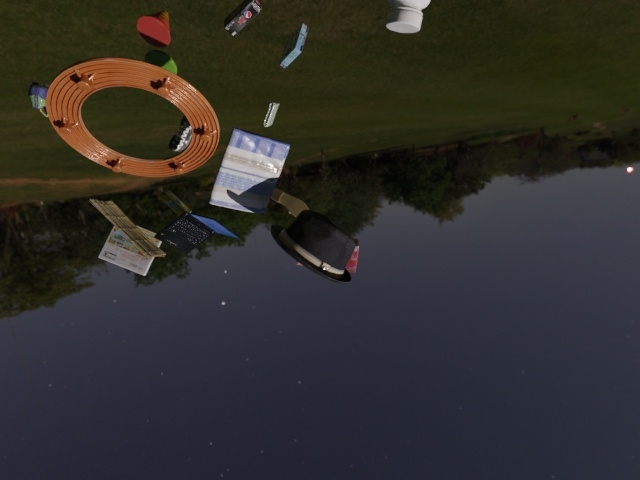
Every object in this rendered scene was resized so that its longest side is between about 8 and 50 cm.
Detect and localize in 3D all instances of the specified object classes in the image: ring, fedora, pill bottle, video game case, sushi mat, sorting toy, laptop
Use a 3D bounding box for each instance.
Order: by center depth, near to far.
[{"bbox_3d":[-0.389,-0.236,0.854,0.337,0.032,0.336,-5,152,-2],"label":"ring"},{"bbox_3d":[0.258,-0.735,1.150,0.131,0.229,0.131,8,-166,-2],"label":"pill bottle"},{"bbox_3d":[0.000,0.000,1.367,0.334,0.152,0.334,35,-170,-7],"label":"fedora"},{"bbox_3d":[-0.748,-0.047,1.561,0.019,0.316,0.151,-45,-179,5],"label":"sushi mat"},{"bbox_3d":[-0.620,-0.755,1.595,0.127,0.126,0.365,14,152,-4],"label":"sorting toy"},{"bbox_3d":[-0.523,-0.013,1.730,0.264,0.136,0.234,-37,153,1],"label":"laptop"},{"bbox_3d":[-0.897,0.030,1.899,0.227,0.206,0.026,23,170,-7],"label":"video game case"}]

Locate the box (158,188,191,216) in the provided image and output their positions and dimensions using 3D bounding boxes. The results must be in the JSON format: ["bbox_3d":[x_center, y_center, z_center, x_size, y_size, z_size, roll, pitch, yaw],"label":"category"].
[{"bbox_3d":[-0.694,-0.168,1.936,0.043,0.179,0.105,-42,-164,3],"label":"box"}]

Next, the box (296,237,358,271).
[{"bbox_3d":[0.034,0.048,1.728,0.257,0.122,0.128,7,-165,3],"label":"box"}]

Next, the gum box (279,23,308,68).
[{"bbox_3d":[-0.141,-1.011,2.087,0.041,0.156,0.184,22,163,-28],"label":"gum box"}]

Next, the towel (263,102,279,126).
[{"bbox_3d":[-0.228,-0.583,1.846,0.023,0.113,0.152,23,-161,-5],"label":"towel"}]

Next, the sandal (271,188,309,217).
[{"bbox_3d":[-0.156,-0.189,2.060,0.240,0.088,0.079,33,178,-4],"label":"sandal"}]

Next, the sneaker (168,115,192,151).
[{"bbox_3d":[-0.616,-0.512,1.887,0.078,0.234,0.106,37,-174,22],"label":"sneaker"}]

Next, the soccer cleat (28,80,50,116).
[{"bbox_3d":[-1.123,-0.568,1.654,0.094,0.121,0.289,9,-175,-16],"label":"soccer cleat"}]

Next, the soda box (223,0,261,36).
[{"bbox_3d":[-0.318,-0.915,1.626,0.169,0.060,0.053,-27,146,27],"label":"soda box"}]

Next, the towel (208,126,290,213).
[{"bbox_3d":[-0.239,-0.223,1.336,0.209,0.285,0.034,9,-148,-30],"label":"towel"}]
